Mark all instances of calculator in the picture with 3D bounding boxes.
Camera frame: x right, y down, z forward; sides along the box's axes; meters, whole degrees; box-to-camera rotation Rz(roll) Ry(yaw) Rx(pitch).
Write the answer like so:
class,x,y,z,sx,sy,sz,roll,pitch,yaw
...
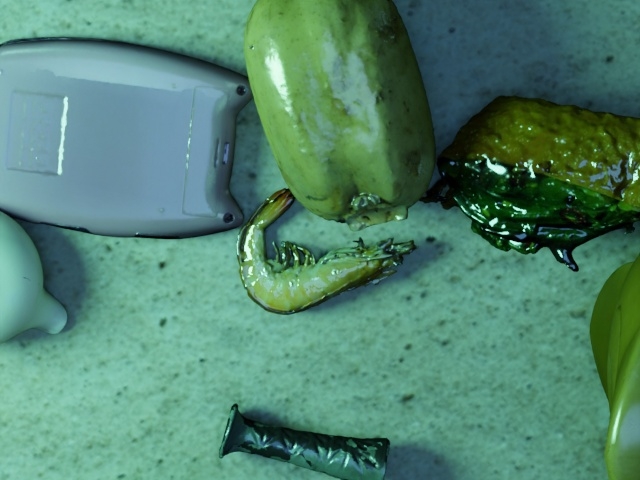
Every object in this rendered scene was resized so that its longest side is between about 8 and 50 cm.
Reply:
class,x,y,z,sx,sy,sz,roll,pitch,yaw
calculator,-0.216,-0.101,1.836,0.294,0.043,0.194,6,98,1

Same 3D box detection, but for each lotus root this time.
class,x,y,z,sx,sy,sz,roll,pitch,yaw
lotus root,0.017,-0.148,1.779,0.160,0.146,0.284,-17,95,-8

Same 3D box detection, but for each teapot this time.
class,x,y,z,sx,sy,sz,roll,pitch,yaw
teapot,-0.357,0.030,1.832,0.226,0.092,0.145,36,95,-1

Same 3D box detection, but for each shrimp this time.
class,x,y,z,sx,sy,sz,roll,pitch,yaw
shrimp,0.000,0.000,1.855,0.178,0.034,0.124,-22,90,7

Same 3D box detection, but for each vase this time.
class,x,y,z,sx,sy,sz,roll,pitch,yaw
vase,-0.016,0.210,1.865,0.167,0.059,0.059,13,97,-1

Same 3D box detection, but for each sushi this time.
class,x,y,z,sx,sy,sz,roll,pitch,yaw
sushi,0.238,-0.051,1.784,0.287,0.149,0.140,16,69,34

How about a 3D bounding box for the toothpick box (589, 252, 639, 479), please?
class,x,y,z,sx,sy,sz,roll,pitch,yaw
toothpick box,0.465,0.138,1.684,0.425,0.409,0.409,0,97,6
